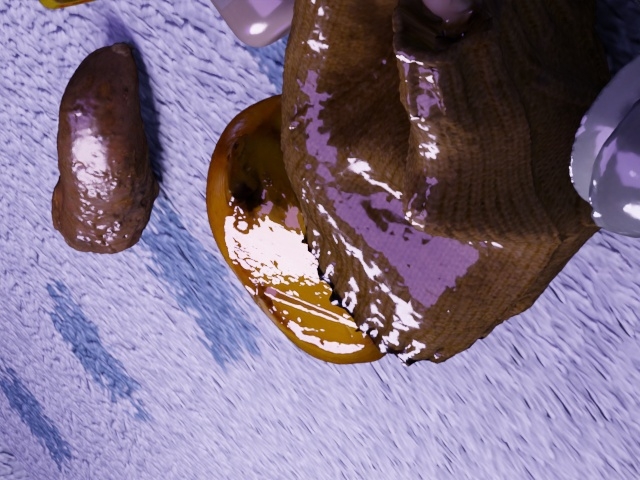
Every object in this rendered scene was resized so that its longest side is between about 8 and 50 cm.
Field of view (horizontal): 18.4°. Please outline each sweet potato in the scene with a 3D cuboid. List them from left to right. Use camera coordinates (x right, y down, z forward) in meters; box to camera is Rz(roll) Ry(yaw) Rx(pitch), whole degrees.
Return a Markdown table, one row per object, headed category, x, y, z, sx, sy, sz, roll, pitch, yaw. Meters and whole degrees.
| category | x | y | z | sx | sy | sz | roll | pitch | yaw |
| --- | --- | --- | --- | --- | --- | --- | --- | --- | --- |
| sweet potato | -0.188 | -0.048 | 1.721 | 0.341 | 0.092 | 0.114 | 115 | 142 | -66 |

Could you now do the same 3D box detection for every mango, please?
| category | x | y | z | sx | sy | sz | roll | pitch | yaw |
| --- | --- | --- | --- | --- | --- | --- | --- | --- | --- |
| mango | 0.000 | 0.000 | 1.345 | 0.154 | 0.126 | 0.252 | 29 | 157 | 26 |

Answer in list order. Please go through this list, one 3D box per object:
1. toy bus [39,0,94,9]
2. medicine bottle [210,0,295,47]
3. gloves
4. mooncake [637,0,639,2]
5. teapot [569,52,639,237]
| category | x | y | z | sx | sy | sz | roll | pitch | yaw |
| --- | --- | --- | --- | --- | --- | --- | --- | --- | --- |
| toy bus | -0.104 | -0.292 | 0.969 | 0.151 | 0.145 | 0.331 | 178 | 78 | -69 |
| medicine bottle | -0.066 | -0.239 | 1.126 | 0.252 | 0.114 | 0.114 | 55 | 159 | -2 |
| gloves | 0.070 | -0.074 | 1.034 | 0.203 | 0.155 | 0.356 | 56 | 163 | 23 |
| mooncake | 0.183 | -0.174 | 0.370 | 0.356 | 0.356 | 0.194 | 42 | 151 | 30 |
| teapot | 0.219 | 0.019 | 0.861 | 0.251 | 0.183 | 0.183 | 52 | 162 | 37 |
